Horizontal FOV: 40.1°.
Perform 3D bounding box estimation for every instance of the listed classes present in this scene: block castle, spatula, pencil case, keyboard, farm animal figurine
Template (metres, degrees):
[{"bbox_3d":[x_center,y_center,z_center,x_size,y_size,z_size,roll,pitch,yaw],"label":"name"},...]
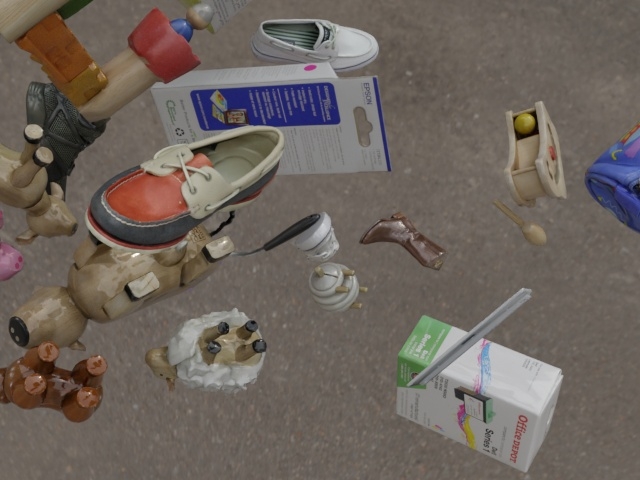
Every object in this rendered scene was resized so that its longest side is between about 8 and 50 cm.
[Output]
[{"bbox_3d":[-0.333,-0.385,1.004,0.213,0.303,0.453,-38,73,-3],"label":"block castle"},{"bbox_3d":[-0.129,0.016,1.665,0.297,0.030,0.084,-24,20,14],"label":"spatula"},{"bbox_3d":[0.409,-0.133,0.904,0.119,0.133,0.306,43,97,15],"label":"pencil case"},{"bbox_3d":[0.249,0.164,1.468,0.256,0.072,0.014,-43,64,15],"label":"keyboard"},{"bbox_3d":[-0.244,0.027,0.901,0.327,0.172,0.330,-8,71,-32],"label":"farm animal figurine"}]

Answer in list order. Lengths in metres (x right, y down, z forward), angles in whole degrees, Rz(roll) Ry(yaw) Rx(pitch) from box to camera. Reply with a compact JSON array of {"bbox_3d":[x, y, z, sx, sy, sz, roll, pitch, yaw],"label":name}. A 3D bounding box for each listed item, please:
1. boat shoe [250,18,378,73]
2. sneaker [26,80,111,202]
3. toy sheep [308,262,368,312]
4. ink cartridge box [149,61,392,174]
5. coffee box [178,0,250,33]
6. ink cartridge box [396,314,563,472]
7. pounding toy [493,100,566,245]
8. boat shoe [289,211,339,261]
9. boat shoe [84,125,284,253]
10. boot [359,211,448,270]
[{"bbox_3d":[-0.003,-0.334,1.492,0.226,0.076,0.083,-5,77,-15],"label":"boat shoe"},{"bbox_3d":[-0.423,-0.154,1.484,0.130,0.227,0.087,2,22,-7],"label":"sneaker"},{"bbox_3d":[0.024,0.078,1.469,0.091,0.132,0.091,-14,49,17],"label":"toy sheep"},{"bbox_3d":[-0.074,-0.189,1.400,0.371,0.175,0.069,1,40,18],"label":"ink cartridge box"},{"bbox_3d":[-0.185,-0.589,1.327,0.334,0.338,0.337,-44,83,-3],"label":"coffee box"},{"bbox_3d":[0.291,0.288,1.645,0.278,0.201,0.117,21,50,23],"label":"ink cartridge box"},{"bbox_3d":[0.385,-0.132,1.719,0.155,0.154,0.269,-15,62,28],"label":"pounding toy"},{"bbox_3d":[0.000,0.000,1.828,0.084,0.258,0.095,42,88,-5],"label":"boat shoe"},{"bbox_3d":[-0.068,-0.032,0.472,0.049,0.043,0.137,49,36,11],"label":"boat shoe"},{"bbox_3d":[0.132,0.012,1.360,0.106,0.037,0.114,-29,63,-33],"label":"boot"}]
